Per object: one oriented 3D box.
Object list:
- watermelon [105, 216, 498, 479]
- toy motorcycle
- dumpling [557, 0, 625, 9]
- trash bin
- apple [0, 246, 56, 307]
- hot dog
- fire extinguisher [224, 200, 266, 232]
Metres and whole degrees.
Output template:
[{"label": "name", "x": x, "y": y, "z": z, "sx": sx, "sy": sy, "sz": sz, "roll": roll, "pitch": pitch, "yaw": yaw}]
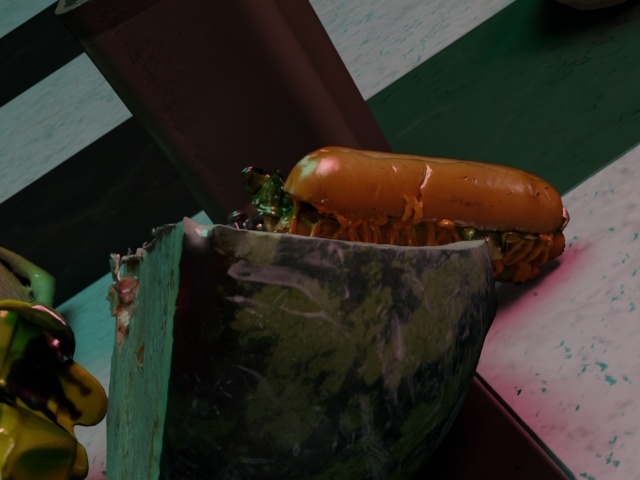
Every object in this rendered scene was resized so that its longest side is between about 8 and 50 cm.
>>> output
[{"label": "watermelon", "x": -0.030, "y": 0.061, "z": 0.857, "sx": 0.224, "sy": 0.180, "sz": 0.305, "roll": -44, "pitch": 2, "yaw": -12}, {"label": "toy motorcycle", "x": -0.190, "y": 0.148, "z": 0.978, "sx": 0.142, "sy": 0.206, "sz": 0.342, "roll": 11, "pitch": 16, "yaw": -12}, {"label": "dumpling", "x": 0.184, "y": -0.218, "z": 1.296, "sx": 0.136, "sy": 0.118, "sz": 0.199, "roll": -31, "pitch": 0, "yaw": -1}, {"label": "trash bin", "x": -0.050, "y": -0.099, "z": 1.180, "sx": 0.122, "sy": 0.240, "sz": 0.164, "roll": -29, "pitch": 20, "yaw": 11}, {"label": "apple", "x": -0.285, "y": 0.095, "z": 1.268, "sx": 0.193, "sy": 0.120, "sz": 0.265, "roll": -41, "pitch": 17, "yaw": 11}, {"label": "hot dog", "x": 0.050, "y": -0.011, "z": 0.973, "sx": 0.072, "sy": 0.188, "sz": 0.055, "roll": 126, "pitch": 141, "yaw": -50}, {"label": "fire extinguisher", "x": 0.000, "y": 0.000, "z": 1.037, "sx": 0.064, "sy": 0.043, "sz": 0.158, "roll": -38, "pitch": -28, "yaw": 32}]
